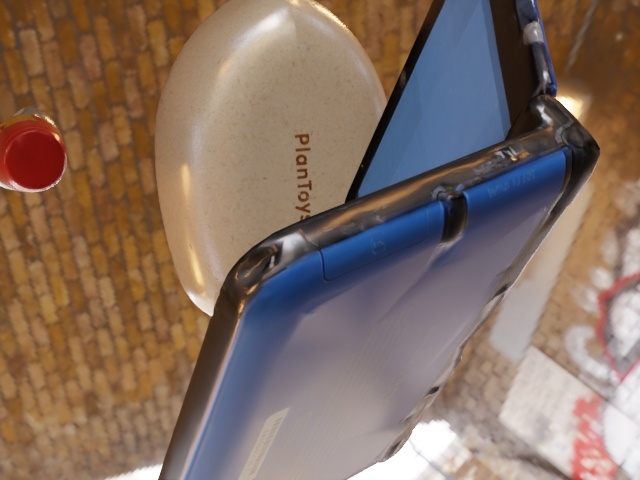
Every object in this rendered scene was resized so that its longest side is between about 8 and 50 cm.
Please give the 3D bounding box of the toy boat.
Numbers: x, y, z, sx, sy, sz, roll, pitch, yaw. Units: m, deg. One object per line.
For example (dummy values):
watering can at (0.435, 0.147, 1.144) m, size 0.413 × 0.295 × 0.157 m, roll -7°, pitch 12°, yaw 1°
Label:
toy boat at (-0.101, -0.068, 0.914) m, size 0.318 × 0.148 × 0.267 m, roll 1°, pitch -82°, yaw -19°

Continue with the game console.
game console at (0.000, 0.000, 0.601) m, size 0.250 × 0.173 × 0.293 m, roll -22°, pitch -27°, yaw -30°
